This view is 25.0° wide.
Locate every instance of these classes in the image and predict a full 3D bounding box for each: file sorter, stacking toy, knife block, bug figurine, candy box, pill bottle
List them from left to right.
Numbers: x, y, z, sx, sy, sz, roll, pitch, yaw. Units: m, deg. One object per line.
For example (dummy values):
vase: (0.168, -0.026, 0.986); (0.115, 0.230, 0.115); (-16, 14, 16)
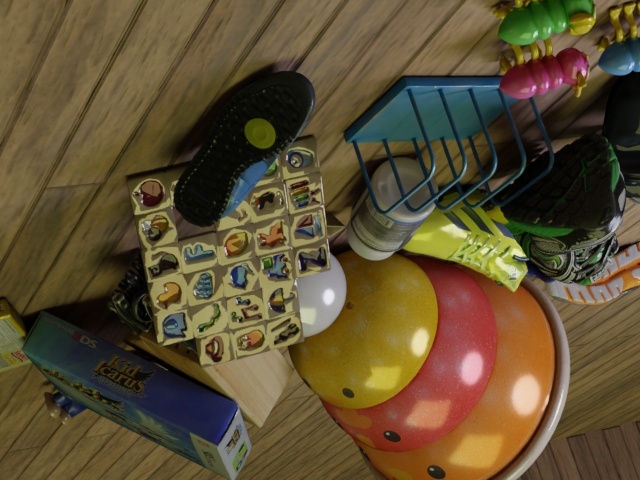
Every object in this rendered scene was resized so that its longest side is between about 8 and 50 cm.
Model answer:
candy box: (-0.402, 0.122, 1.730); (0.105, 0.027, 0.206); (-19, 162, -5)
knife block: (-0.122, 0.114, 1.659); (0.275, 0.088, 0.242); (36, 165, -17)
stacking toy: (0.066, 0.122, 1.860); (0.350, 0.351, 0.480); (-28, 141, 28)
pill bottle: (0.078, -0.032, 1.643); (0.078, 0.078, 0.137); (-11, 161, -19)
file sorter: (0.136, -0.094, 1.477); (0.170, 0.104, 0.118); (-5, 159, -35)
bug figurine: (0.264, -0.202, 1.337); (0.216, 0.072, 0.279); (-18, 162, 0)

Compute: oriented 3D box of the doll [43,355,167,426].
doll: (-0.286, 0.198, 2.024); (0.189, 0.046, 0.129); (-26, 152, 4)

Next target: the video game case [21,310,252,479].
video game case: (-0.223, 0.200, 1.807); (0.269, 0.061, 0.244); (25, 162, 9)

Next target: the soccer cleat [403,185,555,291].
soccer cleat: (0.209, 0.005, 1.802); (0.289, 0.121, 0.093); (2, 154, -45)

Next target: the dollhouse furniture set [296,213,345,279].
dollhouse furniture set: (0.000, 0.000, 1.658); (0.114, 0.081, 0.091); (1, 154, -45)

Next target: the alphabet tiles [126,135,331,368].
alphabet tiles: (-0.086, 0.020, 1.505); (0.198, 0.009, 0.237); (-14, 120, -13)

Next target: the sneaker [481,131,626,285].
sneaker: (0.286, -0.025, 1.601); (0.134, 0.146, 0.343); (-41, -179, 1)

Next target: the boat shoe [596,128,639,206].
boat shoe: (0.397, -0.093, 1.749); (0.254, 0.095, 0.079); (-14, 152, -39)

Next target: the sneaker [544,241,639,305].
sneaker: (0.435, 0.061, 2.242); (0.214, 0.084, 0.083); (-9, 165, -27)

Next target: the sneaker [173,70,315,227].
sneaker: (-0.066, -0.098, 1.369); (0.209, 0.069, 0.082); (-47, -178, 39)

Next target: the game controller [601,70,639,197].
game controller: (0.469, -0.131, 1.616); (0.319, 0.067, 0.166); (-5, 118, -10)
